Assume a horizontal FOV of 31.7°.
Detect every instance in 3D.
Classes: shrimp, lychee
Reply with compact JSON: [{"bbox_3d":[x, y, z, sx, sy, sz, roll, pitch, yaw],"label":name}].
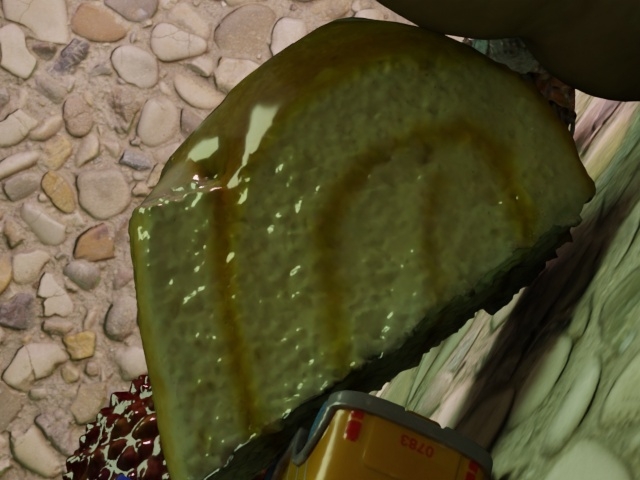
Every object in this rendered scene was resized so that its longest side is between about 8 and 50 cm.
[{"bbox_3d":[0.191,-0.166,1.209,0.372,0.172,0.137,83,-164,-53],"label":"shrimp"},{"bbox_3d":[-0.138,0.282,1.282,0.306,0.306,0.330,-76,11,-88],"label":"lychee"}]

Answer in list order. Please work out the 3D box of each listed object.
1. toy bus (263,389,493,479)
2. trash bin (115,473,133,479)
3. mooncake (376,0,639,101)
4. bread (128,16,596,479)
[{"bbox_3d":[0.020,0.208,0.777,0.209,0.126,0.136,122,171,-52],"label":"toy bus"},{"bbox_3d":[-0.129,0.333,1.054,0.163,0.234,0.184,-58,0,-3],"label":"trash bin"},{"bbox_3d":[0.159,-0.336,0.876,0.262,0.467,0.467,-55,2,33],"label":"mooncake"},{"bbox_3d":[-0.009,0.001,0.916,0.395,0.264,0.239,-33,-9,-11],"label":"bread"}]
